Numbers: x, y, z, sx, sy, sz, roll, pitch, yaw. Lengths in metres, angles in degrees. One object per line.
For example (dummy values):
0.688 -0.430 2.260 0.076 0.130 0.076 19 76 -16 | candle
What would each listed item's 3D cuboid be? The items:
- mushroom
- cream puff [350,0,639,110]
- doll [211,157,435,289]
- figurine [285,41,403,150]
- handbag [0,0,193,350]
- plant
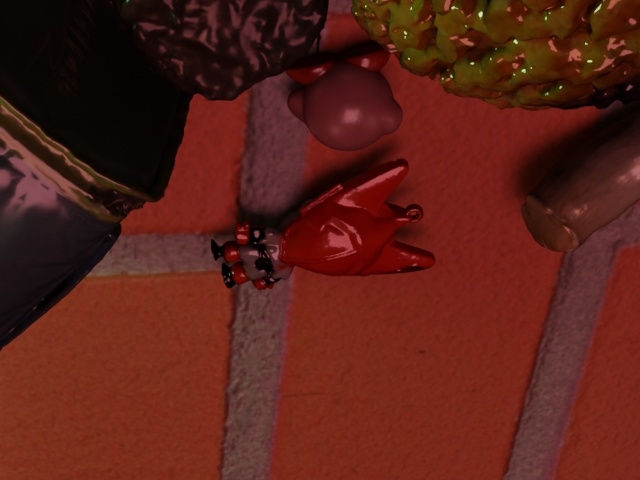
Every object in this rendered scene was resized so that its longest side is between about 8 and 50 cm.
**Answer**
0.280 -0.079 1.066 0.278 0.096 0.099 -30 128 18 | mushroom
0.168 -0.196 0.784 0.327 0.343 0.231 -24 94 15 | cream puff
0.000 0.000 1.090 0.169 0.057 0.109 -18 128 2 | doll
0.017 -0.100 1.006 0.083 0.067 0.071 -6 112 13 | figurine
-0.234 -0.054 0.862 0.241 0.263 0.222 -41 109 19 | handbag
-0.074 -0.175 0.841 0.131 0.203 0.142 -29 119 4 | plant
